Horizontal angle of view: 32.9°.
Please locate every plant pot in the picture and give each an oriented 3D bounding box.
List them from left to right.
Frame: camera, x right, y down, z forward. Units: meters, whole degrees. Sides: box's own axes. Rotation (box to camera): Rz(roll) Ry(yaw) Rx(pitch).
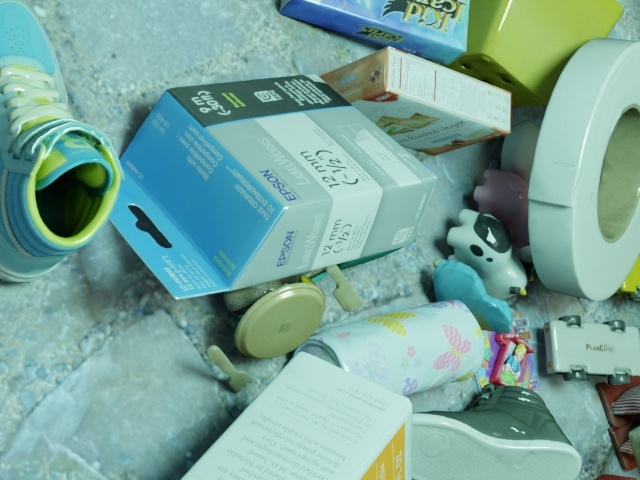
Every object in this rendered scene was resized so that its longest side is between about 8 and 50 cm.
[{"bbox_3d":[0.283,-0.314,1.626,0.212,0.212,0.187,33,77,-29],"label":"plant pot"}]

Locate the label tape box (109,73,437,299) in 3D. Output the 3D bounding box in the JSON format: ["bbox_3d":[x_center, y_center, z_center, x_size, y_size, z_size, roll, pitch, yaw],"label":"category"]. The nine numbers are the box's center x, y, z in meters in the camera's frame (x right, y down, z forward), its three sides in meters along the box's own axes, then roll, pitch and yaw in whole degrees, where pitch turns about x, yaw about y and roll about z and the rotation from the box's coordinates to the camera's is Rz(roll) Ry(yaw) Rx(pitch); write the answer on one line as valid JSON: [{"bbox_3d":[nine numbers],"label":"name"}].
[{"bbox_3d":[-0.076,-0.077,1.261,0.348,0.115,0.249,-11,44,-40],"label":"label tape box"}]

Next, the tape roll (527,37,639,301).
[{"bbox_3d":[0.415,-0.102,1.595,0.392,0.072,0.391,-26,122,-50],"label":"tape roll"}]

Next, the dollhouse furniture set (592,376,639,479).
[{"bbox_3d":[0.464,0.316,1.647,0.374,0.201,0.152,-19,94,-32],"label":"dollhouse furniture set"}]

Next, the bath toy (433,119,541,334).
[{"bbox_3d":[0.292,-0.028,1.615,0.348,0.129,0.151,-59,151,-29],"label":"bath toy"}]

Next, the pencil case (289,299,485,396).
[{"bbox_3d":[0.094,0.160,1.432,0.273,0.114,0.124,-13,109,-38],"label":"pencil case"}]

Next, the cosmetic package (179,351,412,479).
[{"bbox_3d":[-0.080,0.358,1.152,0.453,0.162,0.230,-45,144,-37],"label":"cosmetic package"}]

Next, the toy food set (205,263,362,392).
[{"bbox_3d":[-0.051,0.094,1.310,0.192,0.038,0.132,-35,144,-3],"label":"toy food set"}]

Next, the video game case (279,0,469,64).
[{"bbox_3d":[0.088,-0.402,1.531,0.270,0.061,0.244,13,74,-21],"label":"video game case"}]

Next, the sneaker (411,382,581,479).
[{"bbox_3d":[0.205,0.265,1.519,0.296,0.147,0.104,9,115,-10],"label":"sneaker"}]

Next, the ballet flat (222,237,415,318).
[{"bbox_3d":[0.000,0.000,1.398,0.316,0.108,0.106,-22,88,-40],"label":"ballet flat"}]

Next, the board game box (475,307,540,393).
[{"bbox_3d":[0.287,0.181,1.630,0.133,0.033,0.168,-14,90,-39],"label":"board game box"}]

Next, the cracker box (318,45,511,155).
[{"bbox_3d":[0.128,-0.186,1.498,0.232,0.156,0.067,14,74,-35],"label":"cracker box"}]

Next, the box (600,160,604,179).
[{"bbox_3d":[0.458,-0.149,1.831,0.081,0.028,0.136,-22,93,-39],"label":"box"}]

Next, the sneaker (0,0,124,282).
[{"bbox_3d":[-0.285,-0.125,1.128,0.127,0.208,0.318,-5,84,-37],"label":"sneaker"}]

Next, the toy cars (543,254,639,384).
[{"bbox_3d":[0.480,0.118,1.765,0.394,0.087,0.176,-41,99,-32],"label":"toy cars"}]
